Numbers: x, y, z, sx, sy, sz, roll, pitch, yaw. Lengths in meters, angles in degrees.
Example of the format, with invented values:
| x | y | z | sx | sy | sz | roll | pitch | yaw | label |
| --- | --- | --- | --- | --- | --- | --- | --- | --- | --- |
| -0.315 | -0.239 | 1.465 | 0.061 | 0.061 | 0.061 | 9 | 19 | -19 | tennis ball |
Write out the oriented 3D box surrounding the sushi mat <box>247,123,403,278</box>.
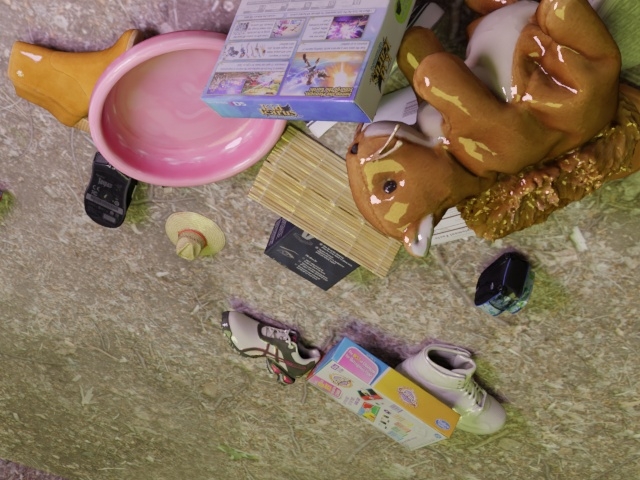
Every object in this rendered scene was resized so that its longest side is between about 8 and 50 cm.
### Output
| x | y | z | sx | sy | sz | roll | pitch | yaw | label |
| --- | --- | --- | --- | --- | --- | --- | --- | --- | --- |
| 0.030 | -0.069 | 1.589 | 0.317 | 0.151 | 0.019 | 32 | -176 | -16 | sushi mat |

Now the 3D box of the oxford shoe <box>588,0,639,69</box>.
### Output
| x | y | z | sx | sy | sz | roll | pitch | yaw | label |
| --- | --- | --- | --- | --- | --- | --- | --- | --- | --- |
| 0.415 | -0.381 | 1.080 | 0.169 | 0.130 | 0.449 | -18 | 151 | -2 | oxford shoe |

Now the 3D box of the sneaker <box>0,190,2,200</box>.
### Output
| x | y | z | sx | sy | sz | roll | pitch | yaw | label |
| --- | --- | --- | --- | --- | --- | --- | --- | --- | --- |
| -0.818 | -0.171 | 1.799 | 0.148 | 0.131 | 0.350 | -19 | 134 | 28 | sneaker |

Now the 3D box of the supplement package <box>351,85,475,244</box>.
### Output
| x | y | z | sx | sy | sz | roll | pitch | yaw | label |
| --- | --- | --- | --- | --- | --- | --- | --- | --- | --- |
| 0.178 | -0.125 | 1.448 | 0.134 | 0.139 | 0.244 | -15 | 132 | 35 | supplement package |

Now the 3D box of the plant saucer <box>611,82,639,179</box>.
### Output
| x | y | z | sx | sy | sz | roll | pitch | yaw | label |
| --- | --- | --- | --- | --- | --- | --- | --- | --- | --- |
| 0.441 | -0.163 | 1.364 | 0.200 | 0.037 | 0.199 | 11 | 139 | 10 | plant saucer |

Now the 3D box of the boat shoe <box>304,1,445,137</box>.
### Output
| x | y | z | sx | sy | sz | roll | pitch | yaw | label |
| --- | --- | --- | --- | --- | --- | --- | --- | --- | --- |
| 0.061 | -0.283 | 1.340 | 0.102 | 0.108 | 0.301 | 47 | 131 | -6 | boat shoe |

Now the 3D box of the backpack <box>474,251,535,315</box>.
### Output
| x | y | z | sx | sy | sz | roll | pitch | yaw | label |
| --- | --- | --- | --- | --- | --- | --- | --- | --- | --- |
| 0.355 | 0.094 | 1.661 | 0.084 | 0.105 | 0.114 | 29 | 145 | -12 | backpack |

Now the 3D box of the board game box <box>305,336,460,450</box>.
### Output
| x | y | z | sx | sy | sz | roll | pitch | yaw | label |
| --- | --- | --- | --- | --- | --- | --- | --- | --- | --- |
| 0.138 | 0.364 | 1.998 | 0.317 | 0.064 | 0.242 | 35 | 155 | -2 | board game box |

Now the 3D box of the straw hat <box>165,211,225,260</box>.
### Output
| x | y | z | sx | sy | sz | roll | pitch | yaw | label |
| --- | --- | --- | --- | --- | --- | --- | --- | --- | --- |
| -0.278 | 0.008 | 1.839 | 0.145 | 0.061 | 0.144 | 11 | 140 | 10 | straw hat |

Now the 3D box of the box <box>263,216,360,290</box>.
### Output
| x | y | z | sx | sy | sz | roll | pitch | yaw | label |
| --- | --- | --- | --- | --- | --- | --- | --- | --- | --- |
| 0.000 | 0.000 | 1.696 | 0.156 | 0.093 | 0.158 | 32 | 140 | -17 | box |

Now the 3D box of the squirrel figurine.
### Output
| x | y | z | sx | sy | sz | roll | pitch | yaw | label |
| --- | --- | --- | --- | --- | --- | --- | --- | --- | --- |
| 0.237 | -0.123 | 1.209 | 0.370 | 0.281 | 0.397 | -48 | 125 | 4 | squirrel figurine |

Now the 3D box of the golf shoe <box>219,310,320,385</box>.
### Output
| x | y | z | sx | sy | sz | roll | pitch | yaw | label |
| --- | --- | --- | --- | --- | --- | --- | --- | --- | --- |
| -0.120 | 0.233 | 2.029 | 0.120 | 0.105 | 0.273 | -32 | 127 | 25 | golf shoe |

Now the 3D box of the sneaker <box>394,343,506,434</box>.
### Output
| x | y | z | sx | sy | sz | roll | pitch | yaw | label |
| --- | --- | --- | --- | --- | --- | --- | --- | --- | --- |
| 0.328 | 0.339 | 1.956 | 0.293 | 0.108 | 0.169 | 27 | 143 | -9 | sneaker |

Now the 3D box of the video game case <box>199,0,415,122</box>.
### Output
| x | y | z | sx | sy | sz | roll | pitch | yaw | label |
| --- | --- | --- | --- | --- | --- | --- | --- | --- | --- |
| -0.013 | -0.285 | 1.204 | 0.270 | 0.244 | 0.061 | 8 | 160 | 36 | video game case |

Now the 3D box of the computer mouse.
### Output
| x | y | z | sx | sy | sz | roll | pitch | yaw | label |
| --- | --- | --- | --- | --- | --- | --- | --- | --- | --- |
| -0.379 | -0.123 | 1.730 | 0.184 | 0.060 | 0.262 | 20 | 129 | 4 | computer mouse |

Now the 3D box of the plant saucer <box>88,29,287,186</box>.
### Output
| x | y | z | sx | sy | sz | roll | pitch | yaw | label |
| --- | --- | --- | --- | --- | --- | --- | --- | --- | --- |
| -0.221 | -0.228 | 1.445 | 0.332 | 0.084 | 0.332 | -11 | 144 | -8 | plant saucer |

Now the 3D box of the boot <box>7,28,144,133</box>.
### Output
| x | y | z | sx | sy | sz | roll | pitch | yaw | label |
| --- | --- | --- | --- | --- | --- | --- | --- | --- | --- |
| -0.437 | -0.301 | 1.506 | 0.211 | 0.104 | 0.295 | 26 | 143 | -9 | boot |

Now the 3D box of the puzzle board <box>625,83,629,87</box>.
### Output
| x | y | z | sx | sy | sz | roll | pitch | yaw | label |
| --- | --- | --- | --- | --- | --- | --- | --- | --- | --- |
| 0.457 | -0.187 | 1.369 | 0.128 | 0.011 | 0.096 | -26 | 124 | 40 | puzzle board |
